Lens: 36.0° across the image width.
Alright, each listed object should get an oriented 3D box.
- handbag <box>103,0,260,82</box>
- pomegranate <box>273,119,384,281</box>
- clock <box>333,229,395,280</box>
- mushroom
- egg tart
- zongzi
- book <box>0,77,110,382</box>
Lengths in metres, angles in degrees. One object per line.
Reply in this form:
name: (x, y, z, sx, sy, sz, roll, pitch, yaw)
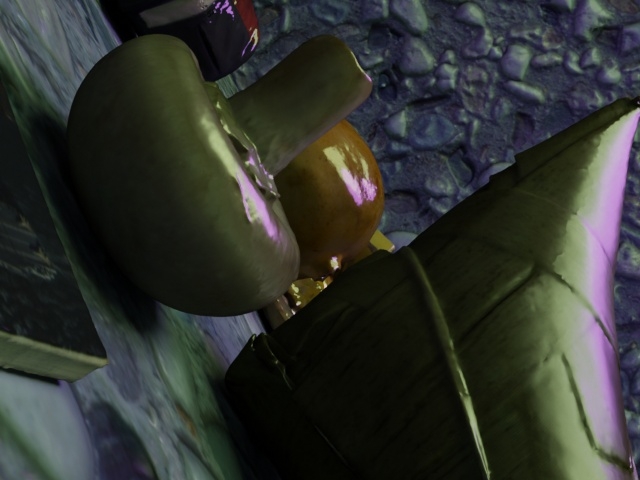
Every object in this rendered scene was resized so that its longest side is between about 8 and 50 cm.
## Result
handbag: (-0.188, -0.337, 1.277, 0.254, 0.181, 0.181, 62, -1, 40)
pomegranate: (-0.036, -0.062, 1.189, 0.233, 0.233, 0.233, 64, 3, -5)
clock: (0.003, -0.001, 1.462, 0.277, 0.071, 0.293, 48, -29, 10)
mushroom: (-0.062, -0.061, 0.689, 0.207, 0.215, 0.207, 56, 1, -2)
egg tart: (-0.017, 0.085, 1.362, 0.291, 0.107, 0.290, -26, 90, -87)
zongzi: (0.225, 0.146, 0.759, 0.500, 0.467, 0.218, 51, 0, 33)
book: (-0.210, -0.125, 0.413, 0.374, 0.028, 0.262, 65, 4, 17)
